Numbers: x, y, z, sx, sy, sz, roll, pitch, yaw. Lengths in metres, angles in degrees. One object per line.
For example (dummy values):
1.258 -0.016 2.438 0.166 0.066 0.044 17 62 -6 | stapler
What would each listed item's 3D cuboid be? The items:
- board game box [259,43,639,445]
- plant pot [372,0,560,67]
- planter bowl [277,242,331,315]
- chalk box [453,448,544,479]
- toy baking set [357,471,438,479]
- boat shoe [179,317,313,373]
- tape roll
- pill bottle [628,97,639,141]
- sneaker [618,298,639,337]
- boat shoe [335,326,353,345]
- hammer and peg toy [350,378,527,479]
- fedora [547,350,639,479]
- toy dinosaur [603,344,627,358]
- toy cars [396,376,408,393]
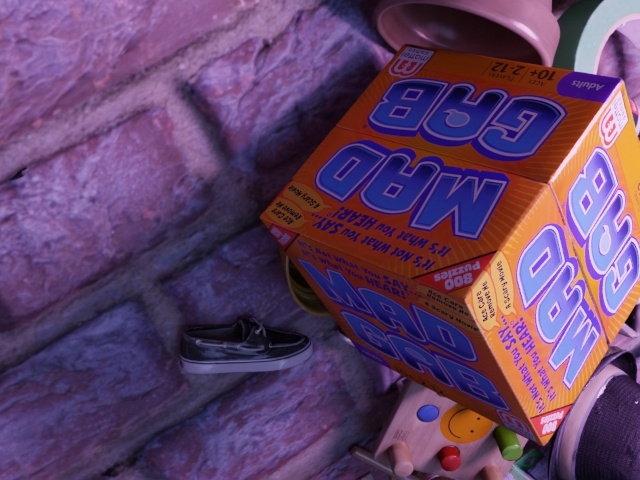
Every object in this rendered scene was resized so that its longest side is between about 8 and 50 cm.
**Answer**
0.214 -0.007 1.234 0.356 0.356 0.356 -51 135 -17 | board game box
0.231 -0.378 1.258 0.263 0.263 0.229 24 80 -32 | plant pot
0.000 0.000 1.351 0.217 0.090 0.217 -19 119 -40 | planter bowl
0.350 0.485 1.701 0.213 0.132 0.132 -52 137 0 | chalk box
0.159 0.508 1.688 0.197 0.030 0.256 -46 123 -3 | toy baking set
-0.112 0.162 1.383 0.219 0.078 0.070 -4 113 -23 | boat shoe
0.487 -0.236 1.400 0.321 0.077 0.321 -1 92 -32 | tape roll
0.481 -0.211 1.507 0.193 0.108 0.108 21 100 -32 | pill bottle
0.571 0.049 1.647 0.111 0.129 0.297 -21 117 -15 | sneaker
0.084 0.169 1.505 0.125 0.046 0.038 28 101 -24 | boat shoe
0.224 0.353 1.532 0.266 0.127 0.361 17 116 -14 | hammer and peg toy
0.572 0.383 1.666 0.334 0.152 0.334 -22 124 -37 | fedora
0.525 0.226 1.728 0.268 0.064 0.118 33 65 -33 | toy dinosaur
0.328 0.276 1.643 0.393 0.087 0.176 11 105 -30 | toy cars
